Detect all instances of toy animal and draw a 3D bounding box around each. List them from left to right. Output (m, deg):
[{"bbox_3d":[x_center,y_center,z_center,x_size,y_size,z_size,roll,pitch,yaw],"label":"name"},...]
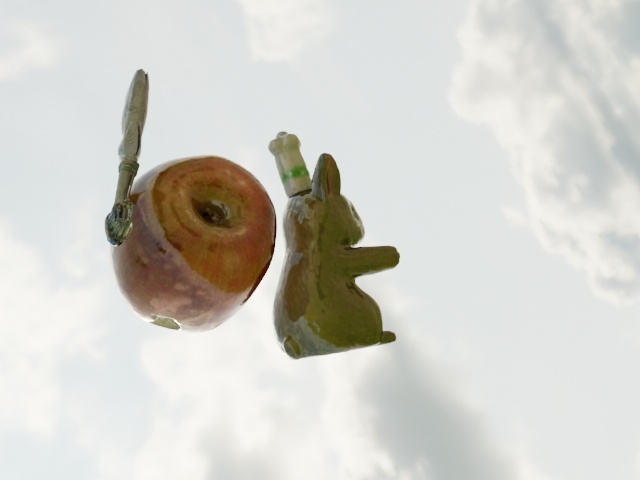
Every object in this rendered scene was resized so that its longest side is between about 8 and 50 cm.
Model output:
[{"bbox_3d":[0.014,0.010,2.165,0.180,0.181,0.362,11,-103,-36],"label":"toy animal"}]

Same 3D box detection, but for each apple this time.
[{"bbox_3d":[-0.179,0.013,1.971,0.242,0.241,0.242,10,-124,-15],"label":"apple"}]

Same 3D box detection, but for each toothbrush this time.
[{"bbox_3d":[-0.249,-0.122,1.851,0.035,0.042,0.413,22,-149,-17],"label":"toothbrush"}]
